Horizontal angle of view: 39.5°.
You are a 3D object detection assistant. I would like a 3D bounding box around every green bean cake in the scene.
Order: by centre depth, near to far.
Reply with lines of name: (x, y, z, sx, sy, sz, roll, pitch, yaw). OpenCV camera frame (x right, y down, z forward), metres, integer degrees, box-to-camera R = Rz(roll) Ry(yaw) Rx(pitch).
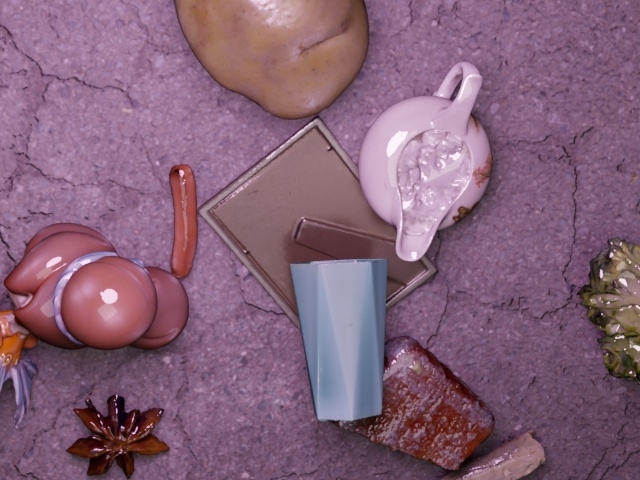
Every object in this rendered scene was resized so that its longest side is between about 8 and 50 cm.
green bean cake: (0.148, 0.281, 1.454, 0.233, 0.097, 0.198, 38, 96, -15)

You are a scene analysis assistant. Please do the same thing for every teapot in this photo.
teapot: (0.161, -0.122, 1.326, 0.205, 0.139, 0.297, 12, 101, -10)

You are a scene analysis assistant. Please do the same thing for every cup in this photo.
cup: (0.038, 0.145, 1.340, 0.148, 0.134, 0.235, -5, 92, -3)

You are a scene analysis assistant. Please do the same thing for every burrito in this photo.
burrito: (0.277, 0.399, 1.523, 0.230, 0.058, 0.063, -29, 109, 0)

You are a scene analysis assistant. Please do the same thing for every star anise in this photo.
star anise: (-0.321, 0.317, 1.424, 0.168, 0.057, 0.167, -1, 104, -6)

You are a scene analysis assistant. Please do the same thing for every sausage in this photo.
sausage: (-0.210, -0.029, 1.355, 0.047, 0.040, 0.176, 4, 105, 12)

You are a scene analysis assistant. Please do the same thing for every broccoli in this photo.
broccoli: (0.560, 0.125, 1.390, 0.288, 0.245, 0.247, 13, 94, -16)

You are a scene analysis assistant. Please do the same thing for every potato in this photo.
potato: (-0.073, -0.329, 1.201, 0.243, 0.221, 0.326, -24, 117, 10)

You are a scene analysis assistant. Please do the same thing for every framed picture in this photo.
framed picture: (0.000, 0.000, 1.401, 0.240, 0.020, 0.324, -39, 106, 4)

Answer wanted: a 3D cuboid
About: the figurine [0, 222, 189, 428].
figurine: (-0.408, 0.132, 1.275, 0.388, 0.276, 0.248, -40, 82, 2)

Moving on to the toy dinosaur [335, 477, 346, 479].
toy dinosaur: (0.188, 0.592, 1.552, 0.447, 0.087, 0.300, 32, 130, 13)
